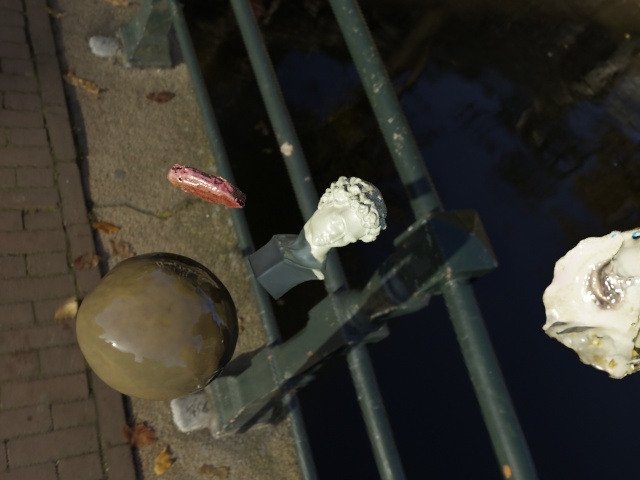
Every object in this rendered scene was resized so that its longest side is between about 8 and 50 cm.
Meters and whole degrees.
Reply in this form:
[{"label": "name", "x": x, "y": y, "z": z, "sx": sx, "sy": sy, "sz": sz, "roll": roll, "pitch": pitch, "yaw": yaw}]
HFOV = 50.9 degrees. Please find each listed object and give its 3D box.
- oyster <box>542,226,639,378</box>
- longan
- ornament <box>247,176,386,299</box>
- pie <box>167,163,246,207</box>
[{"label": "oyster", "x": 0.419, "y": 0.079, "z": 0.939, "sx": 0.083, "sy": 0.223, "sz": 0.214, "roll": 14, "pitch": 100, "yaw": -36}, {"label": "longan", "x": -0.247, "y": 0.125, "z": 1.015, "sx": 0.248, "sy": 0.248, "sz": 0.248, "roll": 13, "pitch": 59, "yaw": -22}, {"label": "ornament", "x": -0.003, "y": -0.005, "z": 1.216, "sx": 0.120, "sy": 0.285, "sz": 0.130, "roll": 33, "pitch": 32, "yaw": -38}, {"label": "pie", "x": -0.205, "y": -0.098, "z": 1.229, "sx": 0.153, "sy": 0.153, "sz": 0.038, "roll": 22, "pitch": 82, "yaw": -17}]
